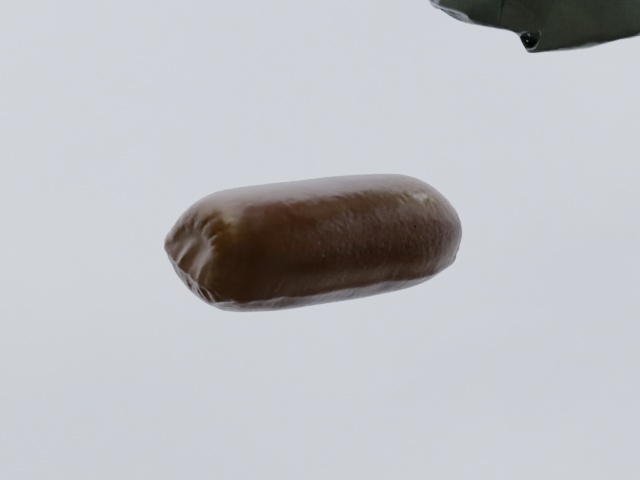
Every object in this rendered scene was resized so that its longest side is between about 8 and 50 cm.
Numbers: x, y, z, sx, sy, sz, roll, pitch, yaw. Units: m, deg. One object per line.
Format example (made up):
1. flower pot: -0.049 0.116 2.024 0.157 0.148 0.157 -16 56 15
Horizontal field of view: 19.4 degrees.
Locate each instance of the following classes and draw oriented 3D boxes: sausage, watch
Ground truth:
1. sausage: 0.001 0.000 1.474 0.274 0.105 0.105 -8 -44 -43
2. watch: 0.190 -0.241 1.464 0.253 0.241 0.162 -13 -60 -24
